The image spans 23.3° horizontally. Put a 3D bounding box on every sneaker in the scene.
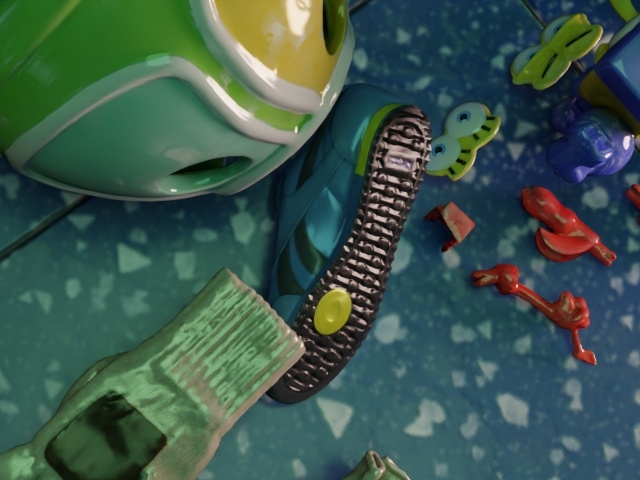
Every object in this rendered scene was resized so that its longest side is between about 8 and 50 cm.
[{"bbox_3d":[0.000,0.000,0.998,0.069,0.082,0.209,19,92,-48],"label":"sneaker"}]

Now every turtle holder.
[{"bbox_3d":[-0.084,-0.160,0.891,0.227,0.243,0.320,36,114,-23],"label":"turtle holder"}]

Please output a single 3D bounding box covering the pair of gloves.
[{"bbox_3d":[-0.057,0.165,0.934,0.204,0.042,0.240,-37,94,0],"label":"pair of gloves"}]

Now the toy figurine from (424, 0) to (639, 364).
[{"bbox_3d":[0.248,-0.104,0.972,0.362,0.217,0.191,-42,89,-13],"label":"toy figurine"}]
